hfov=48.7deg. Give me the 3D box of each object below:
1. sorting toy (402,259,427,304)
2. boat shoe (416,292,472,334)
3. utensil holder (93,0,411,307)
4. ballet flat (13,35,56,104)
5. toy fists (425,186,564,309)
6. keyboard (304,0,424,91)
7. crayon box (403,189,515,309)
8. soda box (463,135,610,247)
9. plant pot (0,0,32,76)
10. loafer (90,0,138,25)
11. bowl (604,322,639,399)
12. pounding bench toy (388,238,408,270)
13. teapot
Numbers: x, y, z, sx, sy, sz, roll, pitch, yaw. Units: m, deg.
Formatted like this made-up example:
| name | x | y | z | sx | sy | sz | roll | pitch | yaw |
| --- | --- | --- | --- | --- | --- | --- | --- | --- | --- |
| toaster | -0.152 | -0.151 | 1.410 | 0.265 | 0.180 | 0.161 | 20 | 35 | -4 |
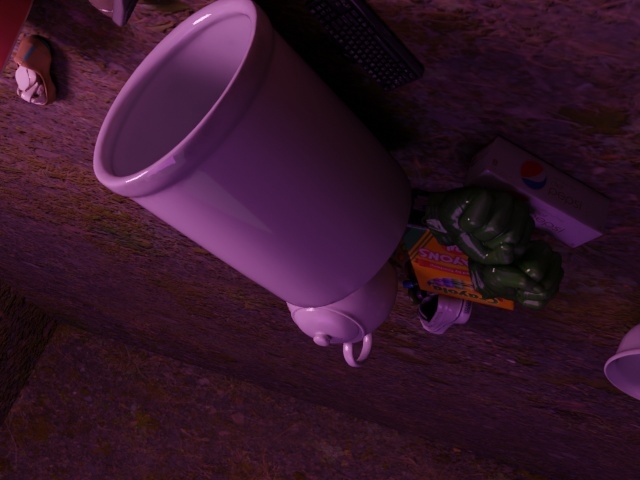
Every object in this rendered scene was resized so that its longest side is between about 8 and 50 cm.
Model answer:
| name | x | y | z | sx | sy | sz | roll | pitch | yaw |
| --- | --- | --- | --- | --- | --- | --- | --- | --- | --- |
| sorting toy | 0.210 | 0.088 | 1.516 | 0.042 | 0.102 | 0.061 | -11 | -177 | 42 |
| boat shoe | 0.257 | 0.150 | 1.575 | 0.084 | 0.095 | 0.258 | 12 | 161 | -6 |
| utensil holder | -0.090 | -0.113 | 1.081 | 0.327 | 0.328 | 0.385 | -3 | 147 | 44 |
| ballet flat | -0.569 | -0.315 | 1.385 | 0.080 | 0.073 | 0.232 | 26 | 156 | -7 |
| toy fists | 0.284 | 0.015 | 1.116 | 0.142 | 0.096 | 0.279 | -7 | 138 | 42 |
| keyboard | 0.053 | -0.273 | 0.987 | 0.180 | 0.023 | 0.108 | 39 | 152 | -31 |
| crayon box | 0.281 | 0.036 | 1.362 | 0.202 | 0.081 | 0.318 | 11 | 154 | 24 |
| soda box | 0.336 | -0.074 | 1.098 | 0.216 | 0.069 | 0.074 | 27 | 156 | -10 |
| plant pot | -0.610 | -0.364 | 1.119 | 0.243 | 0.275 | 0.275 | 23 | 159 | -29 |
| loafer | -0.289 | -0.384 | 0.965 | 0.087 | 0.094 | 0.251 | 24 | 157 | -13 |
| bowl | 0.693 | 0.215 | 1.307 | 0.297 | 0.134 | 0.298 | 19 | 156 | 9 |
| pounding bench toy | 0.161 | 0.031 | 1.491 | 0.083 | 0.052 | 0.065 | 34 | 154 | -23 |
| teapot | 0.031 | 0.129 | 1.428 | 0.256 | 0.187 | 0.252 | 21 | 151 | -8 |
